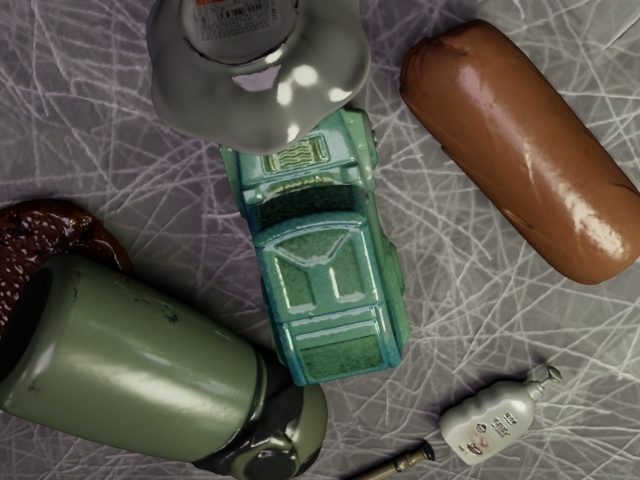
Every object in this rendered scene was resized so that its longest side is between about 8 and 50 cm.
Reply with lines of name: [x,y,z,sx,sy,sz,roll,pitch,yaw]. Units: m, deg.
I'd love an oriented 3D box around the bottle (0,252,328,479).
bottle: [-0.151,0.150,0.898,0.347,0.168,0.168,27,109,-26]

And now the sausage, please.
sausage: [0.204,-0.089,0.855,0.121,0.121,0.304,-41,106,14]

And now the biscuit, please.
biscuit: [-0.298,0.043,0.951,0.192,0.049,0.192,3,112,7]

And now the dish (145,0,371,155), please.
dish: [-0.067,-0.195,0.784,0.229,0.081,0.229,-2,76,10]

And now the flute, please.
flute: [0.032,0.305,1.052,0.233,0.027,0.027,-27,108,10]

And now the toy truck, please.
toy truck: [0.000,0.000,0.873,0.155,0.156,0.279,-12,111,5]

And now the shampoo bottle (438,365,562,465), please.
shampoo bottle: [0.216,0.197,1.000,0.152,0.045,0.077,-37,105,12]
